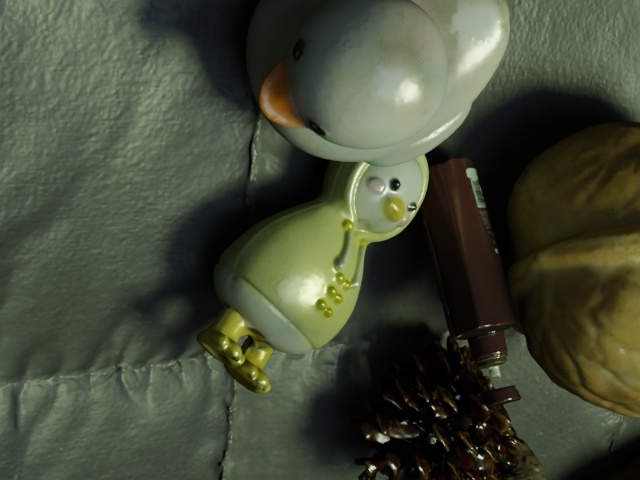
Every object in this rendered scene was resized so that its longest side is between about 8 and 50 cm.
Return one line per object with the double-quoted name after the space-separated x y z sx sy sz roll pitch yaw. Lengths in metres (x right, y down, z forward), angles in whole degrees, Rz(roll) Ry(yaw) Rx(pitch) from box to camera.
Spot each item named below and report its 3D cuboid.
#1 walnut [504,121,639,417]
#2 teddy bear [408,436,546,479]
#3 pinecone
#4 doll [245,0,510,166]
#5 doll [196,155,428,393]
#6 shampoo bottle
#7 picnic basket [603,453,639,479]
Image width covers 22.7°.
0.309 0.028 1.557 0.285 0.285 0.296 6 68 -32 "walnut"
0.177 0.328 1.714 0.177 0.140 0.190 -20 129 -24 "teddy bear"
0.108 0.192 1.595 0.165 0.163 0.163 -34 127 10 "pinecone"
0.053 -0.159 1.345 0.251 0.221 0.221 -21 121 -19 "doll"
0.007 0.004 1.465 0.296 0.117 0.141 -46 129 -4 "doll"
0.145 0.042 1.523 0.068 0.067 0.236 -3 76 -45 "shampoo bottle"
0.427 0.403 1.776 0.337 0.337 0.293 -34 125 -12 "picnic basket"
